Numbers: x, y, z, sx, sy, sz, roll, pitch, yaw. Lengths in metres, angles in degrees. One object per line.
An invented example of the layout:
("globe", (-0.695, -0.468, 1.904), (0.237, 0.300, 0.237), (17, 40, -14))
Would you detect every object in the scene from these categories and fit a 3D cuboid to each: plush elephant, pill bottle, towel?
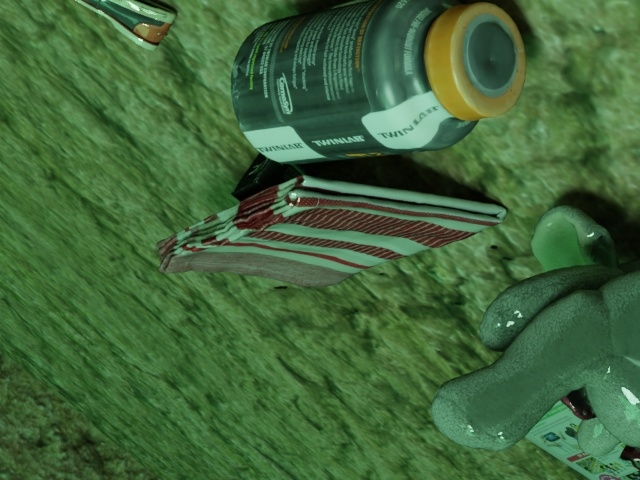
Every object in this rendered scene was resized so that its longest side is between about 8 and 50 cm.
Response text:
("plush elephant", (0.276, 0.099, 1.072), (0.272, 0.330, 0.255), (28, 177, 11))
("pill bottle", (0.048, -0.133, 1.031), (0.245, 0.130, 0.130), (-1, 138, 49))
("towel", (0.000, 0.000, 1.291), (0.237, 0.037, 0.329), (6, 166, -29))

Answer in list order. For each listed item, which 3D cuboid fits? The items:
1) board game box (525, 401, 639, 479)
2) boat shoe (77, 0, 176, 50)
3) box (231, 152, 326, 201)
("board game box", (0.369, 0.207, 1.307), (0.303, 0.097, 0.224), (33, 153, -5))
("boat shoe", (-0.204, -0.239, 1.225), (0.137, 0.049, 0.043), (36, 112, -1))
("box", (-0.040, -0.068, 1.290), (0.052, 0.083, 0.062), (41, 152, -17))
